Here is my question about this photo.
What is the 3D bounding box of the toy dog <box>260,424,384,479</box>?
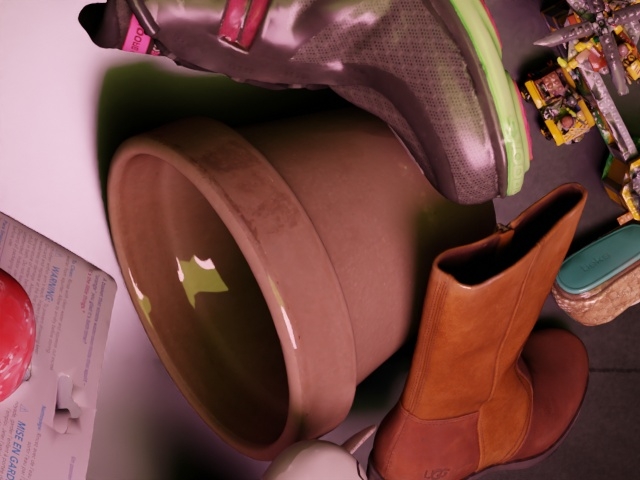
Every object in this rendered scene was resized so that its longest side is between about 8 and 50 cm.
[{"bbox_3d":[0.003,0.245,1.457,0.161,0.334,0.220,2,83,-15],"label":"toy dog"}]

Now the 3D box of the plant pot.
[{"bbox_3d":[0.000,0.000,1.495,0.229,0.263,0.263,-27,112,-24],"label":"plant pot"}]

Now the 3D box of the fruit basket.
[{"bbox_3d":[-0.311,0.056,1.393,0.353,0.327,0.165,36,122,-25],"label":"fruit basket"}]

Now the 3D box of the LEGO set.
[{"bbox_3d":[0.331,-0.146,1.528,0.331,0.192,0.255,-22,104,-2],"label":"LEGO set"}]

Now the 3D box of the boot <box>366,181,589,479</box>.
[{"bbox_3d":[0.144,0.060,1.519,0.264,0.096,0.280,-24,142,-35],"label":"boot"}]

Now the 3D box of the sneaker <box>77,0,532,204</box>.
[{"bbox_3d":[-0.056,-0.179,1.397,0.483,0.185,0.202,41,82,2],"label":"sneaker"}]

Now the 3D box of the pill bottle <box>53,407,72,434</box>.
[{"bbox_3d":[-0.275,0.170,1.536,0.169,0.094,0.094,-4,108,-13],"label":"pill bottle"}]

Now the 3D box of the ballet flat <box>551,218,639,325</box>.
[{"bbox_3d":[0.284,0.005,1.658,0.206,0.073,0.067,-28,138,-2],"label":"ballet flat"}]
